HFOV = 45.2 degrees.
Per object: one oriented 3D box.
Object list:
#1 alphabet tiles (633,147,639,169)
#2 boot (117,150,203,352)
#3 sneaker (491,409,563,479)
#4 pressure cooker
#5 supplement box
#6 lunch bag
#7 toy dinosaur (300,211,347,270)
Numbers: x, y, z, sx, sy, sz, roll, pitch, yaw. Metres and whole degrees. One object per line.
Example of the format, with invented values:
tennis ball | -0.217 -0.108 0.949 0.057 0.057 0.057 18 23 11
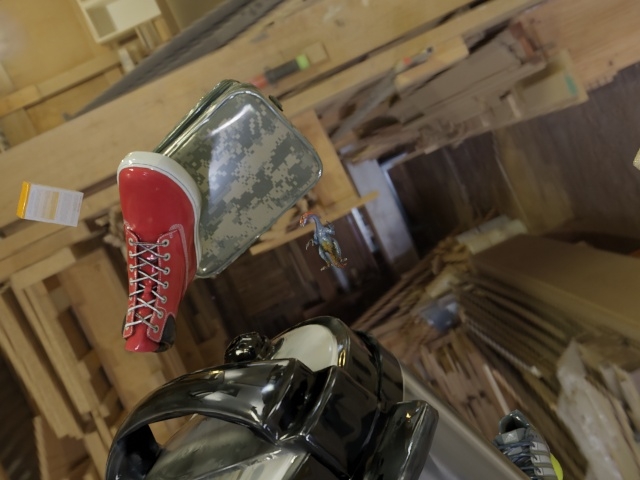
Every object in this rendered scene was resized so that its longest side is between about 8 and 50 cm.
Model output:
alphabet tiles | 0.305 -0.031 0.453 0.237 0.198 0.009 38 145 0
boot | -0.197 0.028 0.893 0.244 0.088 0.176 89 -170 -55
sneaker | 0.295 0.347 1.125 0.121 0.111 0.300 65 -170 -2
pressure cooker | -0.008 0.283 0.747 0.420 0.370 0.375 44 -177 -14
supplement box | -0.472 -0.064 1.344 0.036 0.098 0.062 18 96 54
lunch bag | -0.170 -0.114 1.288 0.212 0.305 0.256 44 -174 -17
toy dinosaur | 0.000 0.000 1.081 0.090 0.047 0.082 75 171 -76
